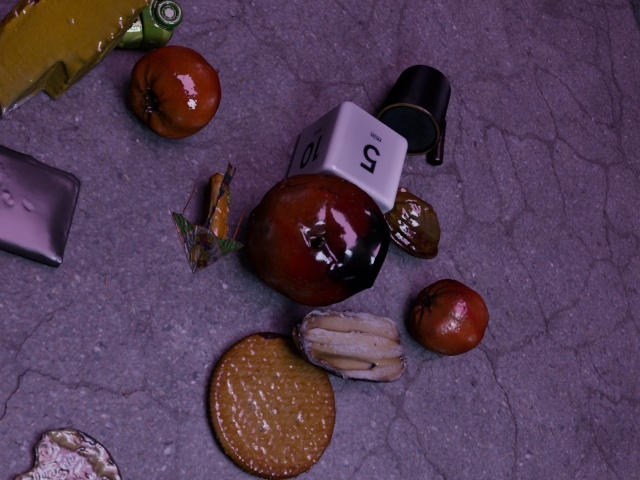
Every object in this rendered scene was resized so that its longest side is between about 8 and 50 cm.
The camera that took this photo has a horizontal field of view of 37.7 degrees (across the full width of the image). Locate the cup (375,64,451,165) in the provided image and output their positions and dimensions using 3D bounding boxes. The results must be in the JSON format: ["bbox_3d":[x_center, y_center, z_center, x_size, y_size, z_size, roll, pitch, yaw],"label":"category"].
[{"bbox_3d":[0.239,-0.306,2.371,0.166,0.239,0.177,11,49,14],"label":"cup"}]

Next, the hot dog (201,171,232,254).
[{"bbox_3d":[-0.213,-0.055,1.946,0.055,0.072,0.188,7,66,-12],"label":"hot dog"}]

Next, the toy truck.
[{"bbox_3d":[-0.391,-0.481,1.952,0.210,0.148,0.187,-30,95,-20],"label":"toy truck"}]

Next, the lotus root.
[{"bbox_3d":[0.052,0.234,2.007,0.329,0.078,0.167,16,55,-43],"label":"lotus root"}]

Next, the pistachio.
[{"bbox_3d":[0.218,-0.041,2.231,0.210,0.130,0.165,49,47,-21],"label":"pistachio"}]

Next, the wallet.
[{"bbox_3d":[-0.618,-0.093,1.674,0.377,0.051,0.197,21,64,-28],"label":"wallet"}]

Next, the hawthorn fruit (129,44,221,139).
[{"bbox_3d":[-0.280,-0.316,1.934,0.196,0.196,0.225,57,40,-4],"label":"hawthorn fruit"}]

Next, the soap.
[{"bbox_3d":[-0.471,-0.398,1.719,0.169,0.338,0.304,47,50,-10],"label":"soap"}]

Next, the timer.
[{"bbox_3d":[0.057,-0.162,2.113,0.194,0.192,0.195,32,56,-23],"label":"timer"}]

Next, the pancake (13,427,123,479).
[{"bbox_3d":[-0.472,0.447,1.579,0.286,0.033,0.288,31,56,-22],"label":"pancake"}]

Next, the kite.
[{"bbox_3d":[-0.222,-0.044,1.879,0.198,0.244,0.006,29,18,26],"label":"kite"}]

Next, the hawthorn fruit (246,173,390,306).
[{"bbox_3d":[0.002,0.001,1.939,0.316,0.316,0.316,15,64,-32],"label":"hawthorn fruit"}]

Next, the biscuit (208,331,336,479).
[{"bbox_3d":[-0.095,0.334,1.901,0.305,0.038,0.305,15,63,-32],"label":"biscuit"}]

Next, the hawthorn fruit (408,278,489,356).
[{"bbox_3d":[0.309,0.189,2.182,0.200,0.179,0.179,37,53,-30],"label":"hawthorn fruit"}]
